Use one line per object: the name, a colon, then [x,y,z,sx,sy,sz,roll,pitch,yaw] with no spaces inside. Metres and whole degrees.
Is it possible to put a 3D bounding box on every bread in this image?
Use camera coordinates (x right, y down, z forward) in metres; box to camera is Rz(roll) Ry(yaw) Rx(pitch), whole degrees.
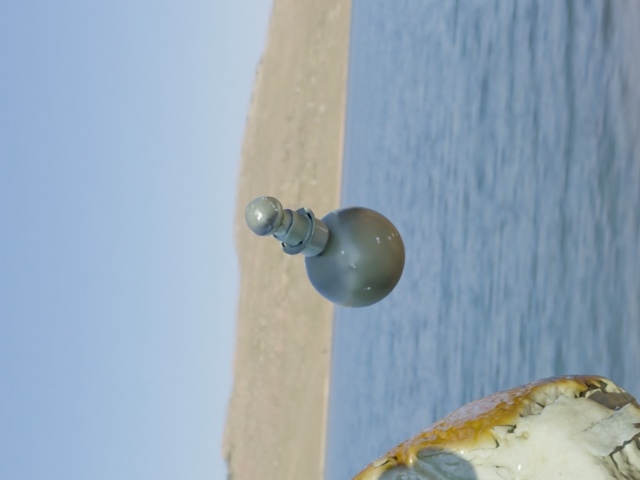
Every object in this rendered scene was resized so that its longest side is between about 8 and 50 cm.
bread: [0.188,0.235,0.965,0.250,0.279,0.225,13,-139,-59]

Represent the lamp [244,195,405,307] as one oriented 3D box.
lamp: [0.000,0.000,0.989,0.091,0.163,0.091,-27,50,39]
